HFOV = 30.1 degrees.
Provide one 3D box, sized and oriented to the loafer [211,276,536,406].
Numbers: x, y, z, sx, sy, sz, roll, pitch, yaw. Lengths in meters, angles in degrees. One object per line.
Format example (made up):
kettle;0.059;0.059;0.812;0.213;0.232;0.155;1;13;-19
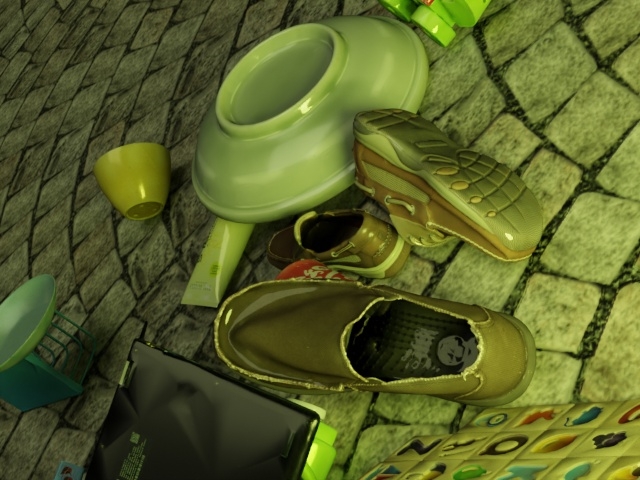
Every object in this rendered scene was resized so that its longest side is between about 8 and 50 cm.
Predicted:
loafer;0.038;0.094;1.255;0.366;0.130;0.134;0;76;24

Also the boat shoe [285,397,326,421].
boat shoe;-0.043;0.218;1.448;0.142;0.049;0.040;-11;57;55

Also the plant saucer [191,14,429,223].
plant saucer;-0.041;-0.206;1.721;0.400;0.100;0.400;-24;40;21

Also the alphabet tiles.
alphabet tiles;0.160;0.213;1.068;0.342;0.011;0.285;-12;12;46

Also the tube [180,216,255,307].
tube;-0.133;-0.011;1.765;0.070;0.062;0.240;99;-167;-74

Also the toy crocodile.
toy crocodile;0.148;-0.371;1.704;0.115;0.105;0.340;-49;32;6

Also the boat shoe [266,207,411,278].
boat shoe;0.003;-0.007;1.552;0.257;0.095;0.095;-5;56;50

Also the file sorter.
file sorter;-0.465;0.193;1.935;0.170;0.118;0.104;-20;42;40

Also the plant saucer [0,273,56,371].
plant saucer;-0.467;0.140;1.844;0.195;0.037;0.195;-34;31;24

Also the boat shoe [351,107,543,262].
boat shoe;0.144;-0.050;1.421;0.324;0.123;0.116;45;131;49

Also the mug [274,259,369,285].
mug;0.025;0.112;1.423;0.169;0.113;0.150;16;101;51

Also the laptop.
laptop;-0.185;0.328;1.466;0.408;0.236;0.382;18;89;28

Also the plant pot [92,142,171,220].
plant pot;-0.309;-0.091;2.013;0.134;0.134;0.095;-32;63;30

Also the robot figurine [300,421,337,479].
robot figurine;-0.025;0.261;1.361;0.115;0.067;0.101;-64;19;-14

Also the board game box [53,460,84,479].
board game box;-0.362;0.415;1.530;0.211;0.039;0.160;-78;9;-45
